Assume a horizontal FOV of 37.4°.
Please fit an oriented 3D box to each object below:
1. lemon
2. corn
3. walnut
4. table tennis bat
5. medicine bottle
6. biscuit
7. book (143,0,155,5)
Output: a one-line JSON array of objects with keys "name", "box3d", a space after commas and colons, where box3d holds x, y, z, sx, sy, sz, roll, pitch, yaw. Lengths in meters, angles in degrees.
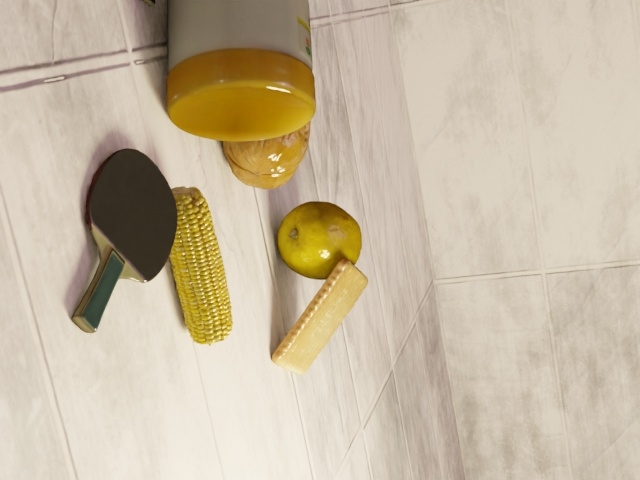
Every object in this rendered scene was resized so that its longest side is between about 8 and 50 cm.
[{"name": "lemon", "box3d": [0.000, 0.000, 1.940, 0.207, 0.170, 0.170, 14, 70, -64]}, {"name": "corn", "box3d": [-0.191, 0.037, 1.469, 0.081, 0.081, 0.248, -45, 125, -68]}, {"name": "walnut", "box3d": [-0.099, -0.195, 1.728, 0.165, 0.165, 0.197, 56, 33, -56]}, {"name": "table tennis bat", "box3d": [-0.268, 0.001, 1.294, 0.173, 0.022, 0.301, 54, 35, -36]}, {"name": "medicine bottle", "box3d": [-0.129, -0.306, 1.530, 0.238, 0.238, 0.232, 37, 49, -67]}, {"name": "biscuit", "box3d": [0.001, 0.155, 1.900, 0.250, 0.030, 0.160, -55, 154, -2]}, {"name": "book", "box3d": [-0.307, -0.543, 1.423, 0.228, 0.018, 0.322, 22, 63, -70]}]
